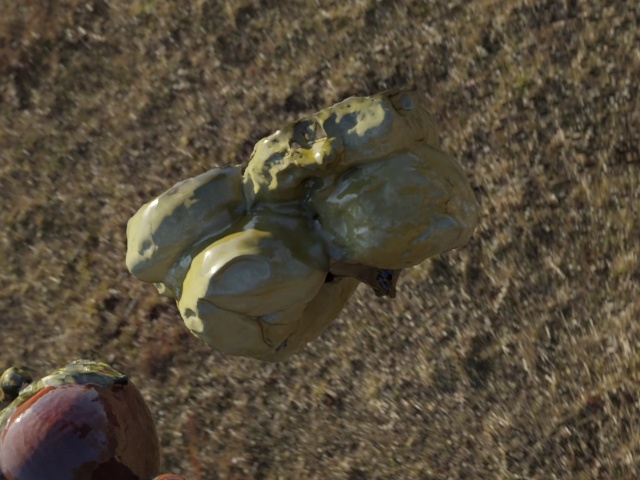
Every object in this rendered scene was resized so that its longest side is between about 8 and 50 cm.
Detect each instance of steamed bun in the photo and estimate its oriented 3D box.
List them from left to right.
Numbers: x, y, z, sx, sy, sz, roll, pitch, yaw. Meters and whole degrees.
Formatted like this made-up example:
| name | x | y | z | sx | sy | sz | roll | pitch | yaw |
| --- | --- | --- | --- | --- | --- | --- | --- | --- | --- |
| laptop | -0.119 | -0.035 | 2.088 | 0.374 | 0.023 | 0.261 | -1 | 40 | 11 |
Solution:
| name | x | y | z | sx | sy | sz | roll | pitch | yaw |
| --- | --- | --- | --- | --- | --- | --- | --- | --- | --- |
| steamed bun | 0.000 | 0.000 | 0.639 | 0.177 | 0.192 | 0.106 | -26 | 86 | 9 |

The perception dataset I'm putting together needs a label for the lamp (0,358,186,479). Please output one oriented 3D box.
| name | x | y | z | sx | sy | sz | roll | pitch | yaw |
| --- | --- | --- | --- | --- | --- | --- | --- | --- | --- |
| lamp | -0.196 | 0.191 | 1.004 | 0.223 | 0.215 | 0.151 | 35 | 62 | -9 |
